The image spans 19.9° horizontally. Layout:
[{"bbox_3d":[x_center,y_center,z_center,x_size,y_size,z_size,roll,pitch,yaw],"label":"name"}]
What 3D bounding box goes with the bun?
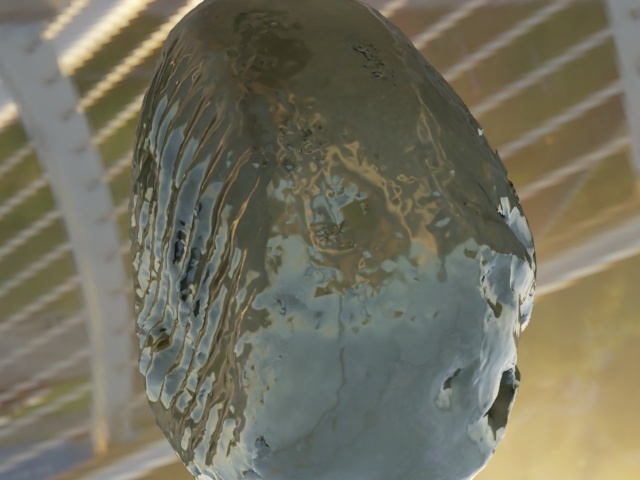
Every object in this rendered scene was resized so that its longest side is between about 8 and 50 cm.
[{"bbox_3d":[0.000,0.000,1.141,0.234,0.326,0.362,-10,-152,-18],"label":"bun"}]
